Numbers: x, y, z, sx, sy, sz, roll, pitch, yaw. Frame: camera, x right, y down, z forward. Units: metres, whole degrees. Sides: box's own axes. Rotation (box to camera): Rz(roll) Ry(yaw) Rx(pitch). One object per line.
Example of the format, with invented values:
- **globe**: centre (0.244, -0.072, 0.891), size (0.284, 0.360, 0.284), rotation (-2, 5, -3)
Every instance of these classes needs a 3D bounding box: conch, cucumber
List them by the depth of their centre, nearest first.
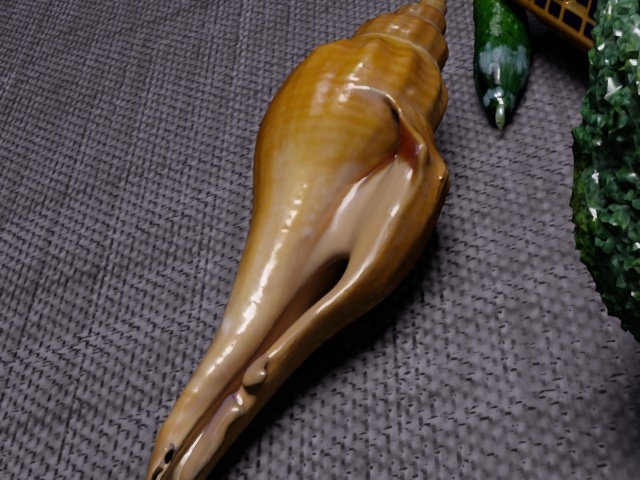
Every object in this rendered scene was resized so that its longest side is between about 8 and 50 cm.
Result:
- **conch**: centre (0.001, 0.002, 0.589), size (0.109, 0.093, 0.330), rotation (17, 71, 21)
- **cucumber**: centre (0.111, -0.120, 0.712), size (0.037, 0.037, 0.155), rotation (-12, 38, 16)

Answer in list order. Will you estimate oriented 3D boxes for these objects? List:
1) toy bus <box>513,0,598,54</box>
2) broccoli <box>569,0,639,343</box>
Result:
- **toy bus**: centre (0.181, -0.153, 0.645), size (0.098, 0.114, 0.201), rotation (-1, 29, -22)
- **broccoli**: centre (0.211, -0.040, 0.381), size (0.261, 0.241, 0.269), rotation (-17, 72, 41)
